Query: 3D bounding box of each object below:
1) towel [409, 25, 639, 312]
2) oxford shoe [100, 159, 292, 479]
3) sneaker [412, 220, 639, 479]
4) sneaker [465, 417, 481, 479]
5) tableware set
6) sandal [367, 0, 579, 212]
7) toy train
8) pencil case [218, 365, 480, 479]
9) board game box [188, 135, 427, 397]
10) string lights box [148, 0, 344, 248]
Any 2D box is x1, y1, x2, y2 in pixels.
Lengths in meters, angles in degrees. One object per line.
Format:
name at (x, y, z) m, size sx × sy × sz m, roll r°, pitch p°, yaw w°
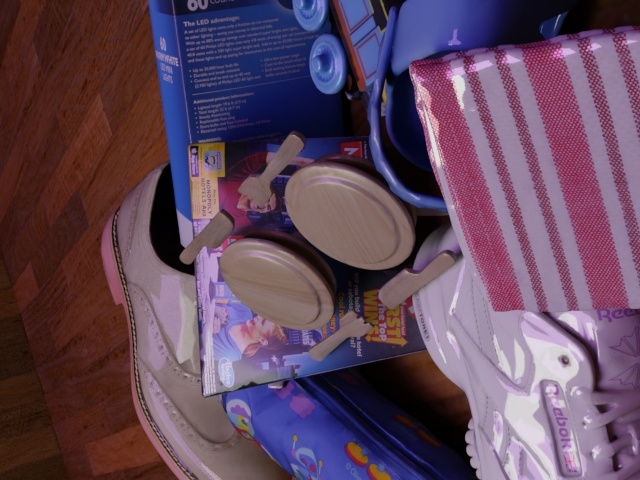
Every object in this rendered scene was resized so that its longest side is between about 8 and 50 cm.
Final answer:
towel at (0.148, -0.034, 0.496) m, size 0.197 × 0.029 × 0.144 m, roll -5°, pitch 123°, yaw 28°
oxford shoe at (-0.125, 0.101, 1.127) m, size 0.397 × 0.140 × 0.146 m, roll 63°, pitch 144°, yaw 19°
sneaker at (0.146, 0.106, 0.614) m, size 0.305 × 0.114 × 0.152 m, roll 67°, pitch 154°, yaw 16°
sneaker at (0.149, 0.179, 0.707) m, size 0.073 × 0.063 × 0.162 m, roll -46°, pitch 63°, yaw 57°
tableware set at (0.000, 0.000, 0.706) m, size 0.128 × 0.039 × 0.194 m, roll 38°, pitch 143°, yaw -8°
sandal at (0.090, -0.132, 0.549) m, size 0.317 × 0.126 × 0.138 m, roll 94°, pitch -169°, yaw -45°
toy train at (0.030, -0.180, 0.743) m, size 0.105 × 0.080 × 0.184 m, roll -32°, pitch 72°, yaw 54°
pencil case at (0.037, 0.178, 0.859) m, size 0.306 × 0.119 × 0.133 m, roll 37°, pitch 157°, yaw 50°
board game box at (0.006, 0.021, 0.801) m, size 0.194 × 0.060 × 0.194 m, roll 0°, pitch 97°, yaw 18°
string lights box at (-0.056, -0.122, 0.869) m, size 0.077 × 0.133 × 0.259 m, roll -147°, pitch 49°, yaw -62°
